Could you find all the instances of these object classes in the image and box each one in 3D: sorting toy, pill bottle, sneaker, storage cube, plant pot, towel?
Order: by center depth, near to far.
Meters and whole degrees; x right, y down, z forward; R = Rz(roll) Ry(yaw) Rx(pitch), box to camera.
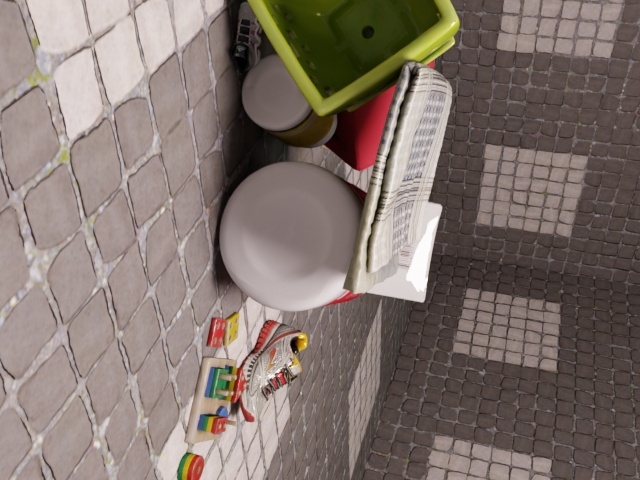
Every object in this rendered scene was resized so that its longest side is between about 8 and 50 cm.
[{"bbox_3d":[0.057,-0.321,1.024,0.227,0.228,0.207,60,16,3],"label":"plant pot"},{"bbox_3d":[-0.110,-0.287,1.030,0.069,0.038,0.098,-65,158,-50],"label":"sneaker"},{"bbox_3d":[0.128,-0.089,1.051,0.312,0.056,0.324,-24,130,-72],"label":"towel"},{"bbox_3d":[-0.158,0.251,1.157,0.132,0.046,0.275,43,57,-73],"label":"sorting toy"},{"bbox_3d":[-0.042,-0.219,1.174,0.208,0.119,0.119,17,82,-75],"label":"pill bottle"},{"bbox_3d":[0.000,0.000,1.244,0.407,0.228,0.229,9,90,-75],"label":"pill bottle"},{"bbox_3d":[-0.088,0.238,1.324,0.225,0.092,0.088,-66,159,-44],"label":"sneaker"},{"bbox_3d":[0.086,-0.281,1.345,0.215,0.183,0.193,-28,136,-20],"label":"storage cube"}]

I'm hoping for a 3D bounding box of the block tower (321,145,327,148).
[{"bbox_3d":[0.047,-0.351,1.494,0.091,0.097,0.336,-66,161,-46],"label":"block tower"}]

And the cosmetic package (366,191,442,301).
[{"bbox_3d":[0.129,0.006,1.629,0.385,0.156,0.217,-152,-107,-81],"label":"cosmetic package"}]
